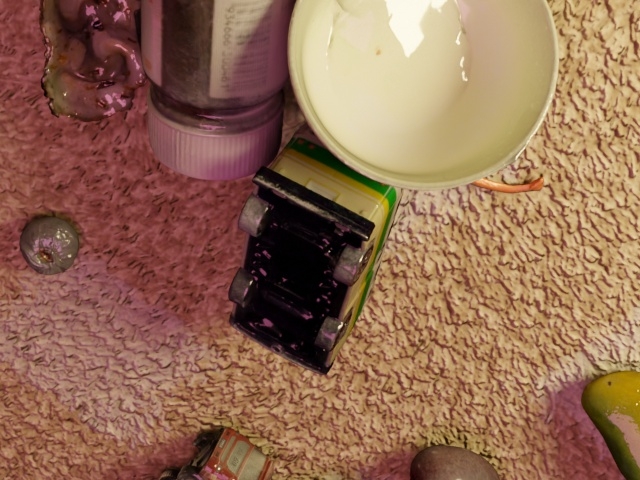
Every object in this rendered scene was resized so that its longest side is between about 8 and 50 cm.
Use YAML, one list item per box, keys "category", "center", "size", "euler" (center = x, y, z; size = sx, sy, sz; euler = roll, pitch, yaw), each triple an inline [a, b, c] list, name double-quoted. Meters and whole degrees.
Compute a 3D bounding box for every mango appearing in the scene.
- category: "mango"
  center: [0.419, 0.241, 1.846]
  size: [0.122, 0.085, 0.191]
  euler: [-29, 103, 12]

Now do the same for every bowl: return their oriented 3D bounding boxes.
- category: "bowl"
  center: [0.094, -0.182, 1.514]
  size: [0.277, 0.145, 0.277]
  euler: [0, 88, -9]

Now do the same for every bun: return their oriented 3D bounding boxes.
- category: "bun"
  center: [-0.342, 0.008, 1.847]
  size: [0.083, 0.045, 0.083]
  euler: [2, 129, 3]

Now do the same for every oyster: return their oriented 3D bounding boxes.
- category: "oyster"
  center: [-0.242, -0.277, 1.593]
  size: [0.129, 0.078, 0.345]
  euler: [-3, 128, -14]

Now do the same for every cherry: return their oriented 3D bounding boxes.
- category: "cherry"
  center: [0.169, 0.362, 1.979]
  size: [0.115, 0.148, 0.188]
  euler: [26, 115, 36]

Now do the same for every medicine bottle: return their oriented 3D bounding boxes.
- category: "medicine bottle"
  center: [-0.109, -0.213, 1.553]
  size: [0.165, 0.165, 0.273]
  euler: [9, 130, 3]

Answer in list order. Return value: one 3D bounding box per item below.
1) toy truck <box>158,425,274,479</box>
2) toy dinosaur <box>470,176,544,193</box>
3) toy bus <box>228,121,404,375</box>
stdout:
- category: "toy truck"
  center: [-0.173, 0.382, 2.062]
  size: [0.135, 0.114, 0.270]
  euler: [36, 126, -7]
- category: "toy dinosaur"
  center: [0.132, -0.116, 1.656]
  size: [0.280, 0.055, 0.101]
  euler: [19, 140, -5]
- category: "toy bus"
  center: [0.000, 0.000, 1.663]
  size: [0.143, 0.179, 0.305]
  euler: [27, 145, 9]
